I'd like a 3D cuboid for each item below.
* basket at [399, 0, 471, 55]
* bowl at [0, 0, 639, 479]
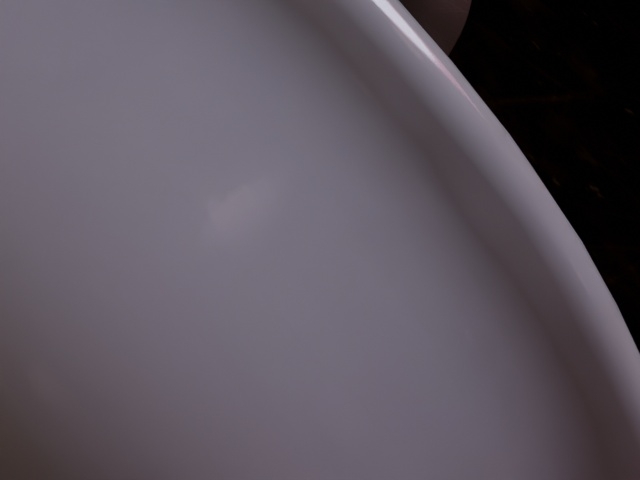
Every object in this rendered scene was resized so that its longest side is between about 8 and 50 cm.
[{"bbox_3d":[-0.031,-0.178,1.124,0.227,0.204,0.154,33,63,-42],"label":"basket"},{"bbox_3d":[-0.077,0.036,0.449,0.298,0.298,0.134,45,65,4],"label":"bowl"}]
